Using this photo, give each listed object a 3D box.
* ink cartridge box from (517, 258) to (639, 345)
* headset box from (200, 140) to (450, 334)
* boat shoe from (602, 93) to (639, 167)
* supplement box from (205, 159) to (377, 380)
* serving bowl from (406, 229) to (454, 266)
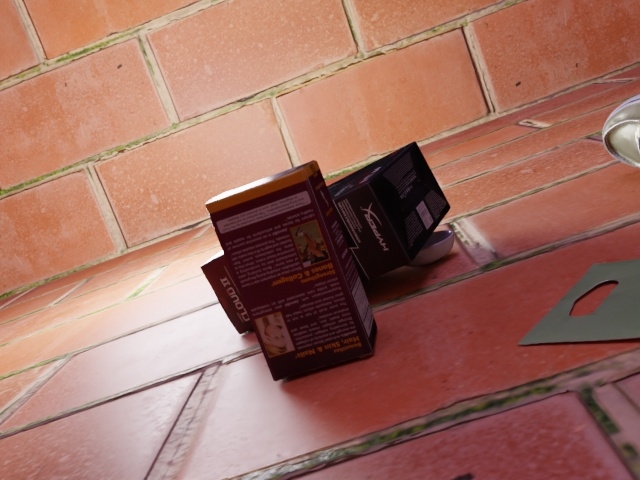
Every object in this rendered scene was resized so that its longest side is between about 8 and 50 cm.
[{"bbox_3d":[0.283,0.017,0.568,0.235,0.056,0.171,-8,16,45],"label":"ink cartridge box"},{"bbox_3d":[0.000,0.000,0.982,0.293,0.110,0.218,-25,8,29],"label":"headset box"},{"bbox_3d":[0.430,-0.123,0.883,0.094,0.109,0.302,-25,13,-15],"label":"boat shoe"},{"bbox_3d":[-0.024,0.028,0.732,0.104,0.188,0.081,-18,9,12],"label":"supplement box"},{"bbox_3d":[0.135,0.014,0.962,0.083,0.027,0.083,-20,9,3],"label":"serving bowl"}]
